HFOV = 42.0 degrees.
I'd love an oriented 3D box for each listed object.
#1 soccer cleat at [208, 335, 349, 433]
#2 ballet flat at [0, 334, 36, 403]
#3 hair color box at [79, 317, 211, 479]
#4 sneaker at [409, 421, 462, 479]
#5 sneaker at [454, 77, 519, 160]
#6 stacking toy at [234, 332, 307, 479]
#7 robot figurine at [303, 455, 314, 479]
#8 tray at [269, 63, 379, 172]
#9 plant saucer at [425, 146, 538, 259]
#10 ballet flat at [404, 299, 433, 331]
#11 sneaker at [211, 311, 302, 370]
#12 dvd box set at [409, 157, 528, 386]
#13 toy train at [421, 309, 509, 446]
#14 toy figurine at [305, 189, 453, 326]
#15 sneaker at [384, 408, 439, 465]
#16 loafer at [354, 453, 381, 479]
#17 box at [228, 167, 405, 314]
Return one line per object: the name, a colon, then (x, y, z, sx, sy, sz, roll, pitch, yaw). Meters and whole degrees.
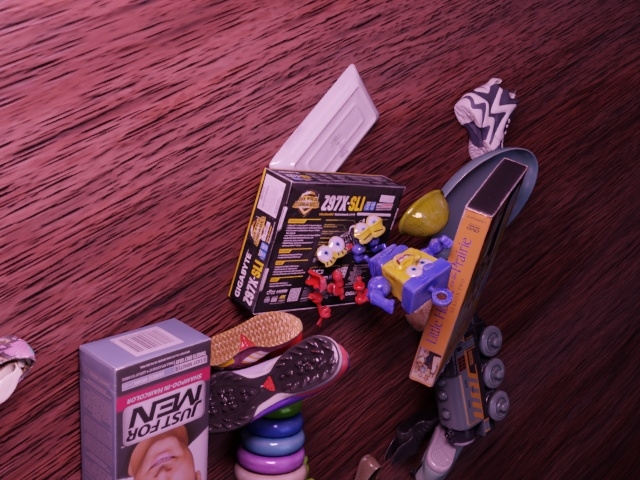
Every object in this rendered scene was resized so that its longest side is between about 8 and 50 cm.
soccer cleat: (-0.095, 0.265, 1.477, 0.318, 0.108, 0.116, -26, 157, 11)
ballet flat: (-0.486, 0.225, 1.153, 0.221, 0.079, 0.076, -47, 135, -23)
hair color box: (-0.290, 0.337, 1.383, 0.185, 0.114, 0.374, -14, 116, -44)
sneaker: (0.313, 0.527, 2.143, 0.256, 0.094, 0.151, -46, 162, -46)
sneaker: (0.404, -0.267, 1.901, 0.153, 0.094, 0.235, -44, 123, -15)
stacking toy: (-0.090, 0.300, 1.582, 0.141, 0.141, 0.330, -9, 106, -45)
robot figurine: (-0.065, 0.492, 1.720, 0.101, 0.067, 0.115, 16, 94, -39)
tray: (0.021, -0.189, 1.570, 0.270, 0.030, 0.145, -53, 137, -19)
plant saucer: (0.357, -0.089, 1.886, 0.318, 0.043, 0.317, -25, 143, -21)
ballet flat: (0.259, 0.111, 1.918, 0.067, 0.073, 0.206, 33, 77, -10)
sneaker: (-0.116, 0.181, 1.492, 0.186, 0.069, 0.084, -18, 157, 6)
dvd box set: (0.312, 0.065, 1.757, 0.307, 0.062, 0.420, -41, 150, -56)
toy train: (0.351, 0.336, 2.035, 0.190, 0.142, 0.333, -21, 108, -36)
toy figurine: (0.177, 0.068, 1.564, 0.363, 0.217, 0.191, -29, 134, -32)
sneaker: (0.228, 0.483, 2.048, 0.170, 0.051, 0.089, -17, 118, -37)
loafer: (0.105, 0.576, 1.949, 0.056, 0.050, 0.147, -1, 106, -47)
box: (0.000, 0.000, 1.561, 0.322, 0.079, 0.257, -2, 114, -47)
